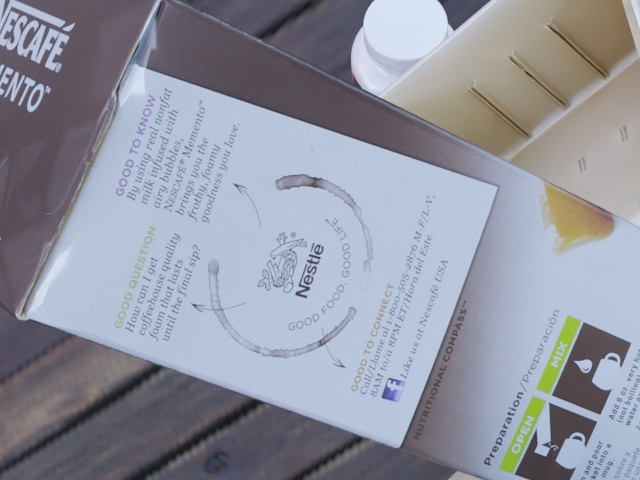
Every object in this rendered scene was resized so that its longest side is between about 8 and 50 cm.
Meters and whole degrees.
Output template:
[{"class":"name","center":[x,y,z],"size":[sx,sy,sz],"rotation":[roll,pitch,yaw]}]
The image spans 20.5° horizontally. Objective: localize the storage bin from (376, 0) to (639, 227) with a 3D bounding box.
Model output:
[{"class":"storage bin","center":[0.160,-0.059,1.277],"size":[0.262,0.123,0.260],"rotation":[-38,30,25]}]

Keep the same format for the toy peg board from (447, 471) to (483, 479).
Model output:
[{"class":"toy peg board","center":[0.209,0.200,1.409],"size":[0.161,0.079,0.160],"rotation":[4,30,46]}]

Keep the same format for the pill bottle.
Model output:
[{"class":"pill bottle","center":[0.085,-0.162,1.739],"size":[0.108,0.193,0.108],"rotation":[-1,65,3]}]

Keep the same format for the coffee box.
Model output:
[{"class":"coffee box","center":[0.000,0.000,0.585],"size":[0.141,0.246,0.098],"rotation":[27,93,56]}]
